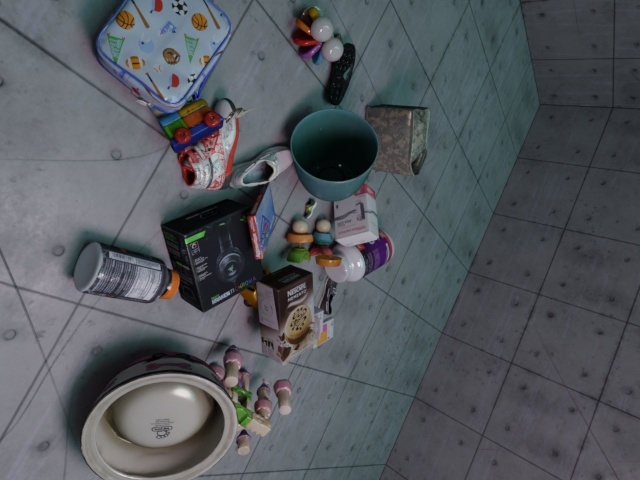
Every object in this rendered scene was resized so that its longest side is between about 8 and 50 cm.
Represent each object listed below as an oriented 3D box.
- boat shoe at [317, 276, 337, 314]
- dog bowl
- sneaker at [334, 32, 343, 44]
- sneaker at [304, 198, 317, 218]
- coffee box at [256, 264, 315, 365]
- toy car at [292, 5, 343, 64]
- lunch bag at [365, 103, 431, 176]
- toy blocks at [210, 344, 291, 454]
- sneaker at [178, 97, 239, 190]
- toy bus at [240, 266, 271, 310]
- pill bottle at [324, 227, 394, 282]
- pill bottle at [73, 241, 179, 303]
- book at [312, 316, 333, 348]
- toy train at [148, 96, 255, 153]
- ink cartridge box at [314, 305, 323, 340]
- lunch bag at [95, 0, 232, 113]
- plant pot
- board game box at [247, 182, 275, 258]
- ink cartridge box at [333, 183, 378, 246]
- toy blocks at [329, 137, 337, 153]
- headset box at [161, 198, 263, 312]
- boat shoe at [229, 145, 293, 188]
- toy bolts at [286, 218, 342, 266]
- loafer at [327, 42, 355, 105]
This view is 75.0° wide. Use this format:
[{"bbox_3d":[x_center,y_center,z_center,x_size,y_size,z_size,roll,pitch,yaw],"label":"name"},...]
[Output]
[{"bbox_3d":[0.053,0.233,1.859,0.075,0.065,0.206,22,88,-51],"label":"boat shoe"},{"bbox_3d":[-0.452,0.505,1.206,0.407,0.150,0.408,-7,113,-16],"label":"dog bowl"},{"bbox_3d":[0.043,-0.699,1.497,0.042,0.067,0.118,55,33,-42],"label":"sneaker"},{"bbox_3d":[-0.047,-0.125,1.632,0.035,0.031,0.083,35,73,-36],"label":"sneaker"},{"bbox_3d":[-0.117,0.256,1.458,0.168,0.119,0.297,-24,121,-42],"label":"coffee box"},{"bbox_3d":[-0.018,-0.661,1.373,0.136,0.159,0.182,-32,138,8],"label":"toy car"},{"bbox_3d":[0.323,-0.422,1.771,0.169,0.235,0.287,-23,121,-45],"label":"lunch bag"},{"bbox_3d":[-0.300,0.548,1.493,0.288,0.260,0.309,37,101,-21],"label":"toy blocks"},{"bbox_3d":[-0.323,-0.276,1.198,0.145,0.090,0.270,-10,115,-50],"label":"sneaker"},{"bbox_3d":[-0.178,0.237,1.561,0.130,0.108,0.333,-56,138,-20],"label":"toy bus"},{"bbox_3d":[0.171,0.067,1.836,0.323,0.181,0.182,-25,123,-42],"label":"pill bottle"},{"bbox_3d":[-0.502,0.096,1.111,0.245,0.130,0.130,26,85,-51],"label":"pill bottle"},{"bbox_3d":[0.006,0.420,1.908,0.144,0.035,0.096,-16,113,-46],"label":"book"},{"bbox_3d":[-0.317,-0.353,1.114,0.248,0.105,0.143,-36,94,-17],"label":"toy train"},{"bbox_3d":[-0.046,0.318,1.687,0.060,0.180,0.104,-19,119,-44],"label":"ink cartridge box"},{"bbox_3d":[-0.367,-0.466,1.000,0.243,0.115,0.303,36,76,-27],"label":"lunch bag"},{"bbox_3d":[0.042,-0.274,1.478,0.293,0.293,0.235,-54,169,-19],"label":"plant pot"},{"bbox_3d":[-0.187,-0.073,1.353,0.281,0.027,0.145,-84,168,-62],"label":"board game box"},{"bbox_3d":[0.141,-0.100,1.687,0.092,0.158,0.218,29,52,-53],"label":"ink cartridge box"},{"bbox_3d":[0.073,-0.417,1.628,0.148,0.054,0.123,-54,137,-20],"label":"toy blocks"},{"bbox_3d":[-0.324,0.030,1.289,0.246,0.131,0.283,-29,125,-40],"label":"headset box"},{"bbox_3d":[-0.177,-0.235,1.378,0.277,0.096,0.098,-36,128,-36],"label":"boat shoe"},{"bbox_3d":[0.000,0.000,1.617,0.228,0.218,0.159,-15,111,-66],"label":"toy bolts"},{"bbox_3d":[0.077,-0.614,1.546,0.078,0.076,0.223,-50,157,-84],"label":"loafer"}]
